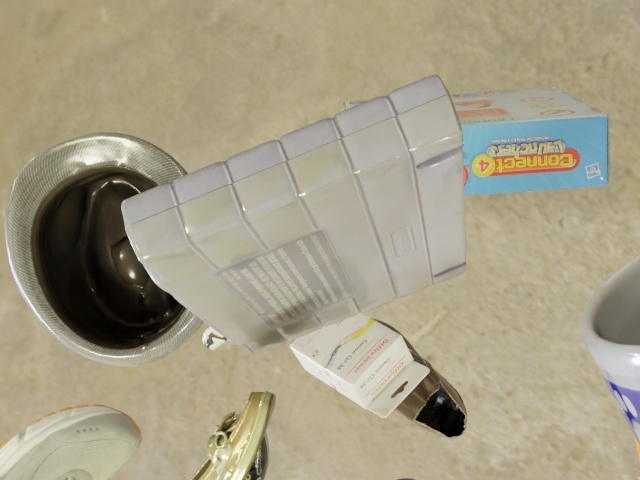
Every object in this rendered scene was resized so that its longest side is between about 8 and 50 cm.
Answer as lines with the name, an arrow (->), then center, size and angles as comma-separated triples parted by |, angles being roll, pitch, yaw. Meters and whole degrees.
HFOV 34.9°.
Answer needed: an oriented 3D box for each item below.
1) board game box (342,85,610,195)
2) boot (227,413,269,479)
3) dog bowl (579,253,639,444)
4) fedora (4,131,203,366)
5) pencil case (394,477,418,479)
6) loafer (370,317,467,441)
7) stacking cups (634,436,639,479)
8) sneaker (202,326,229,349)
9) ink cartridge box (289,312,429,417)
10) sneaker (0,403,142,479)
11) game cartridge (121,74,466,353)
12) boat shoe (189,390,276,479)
board game box -> 0.184, -0.132, 1.320 | 0.308, 0.302, 0.086 | -4, 105, 2
boot -> -0.136, 0.407, 1.571 | 0.085, 0.178, 0.236 | 11, 109, 0
dog bowl -> 0.310, 0.047, 0.651 | 0.265, 0.265, 0.104 | -25, 97, 26
fedora -> -0.238, 0.009, 1.223 | 0.243, 0.124, 0.275 | -26, 95, 3
pencil case -> 0.090, 0.484, 1.561 | 0.119, 0.133, 0.306 | 37, 137, 11
loafer -> 0.168, 0.269, 1.951 | 0.134, 0.366, 0.130 | -55, 32, 2
stacking cups -> 0.401, 0.297, 1.154 | 0.096, 0.096, 0.316 | -21, 68, 28
sneaker -> -0.103, 0.108, 1.239 | 0.109, 0.040, 0.044 | -41, 75, 33
ink cartridge box -> 0.061, 0.183, 1.593 | 0.115, 0.067, 0.198 | -44, 42, -19
sneaker -> -0.256, 0.247, 0.857 | 0.262, 0.099, 0.121 | -32, 50, -15
game cartridge -> 0.000, 0.000, 0.797 | 0.230, 0.355, 0.068 | -18, 72, 3
boat shoe -> -0.083, 0.177, 0.788 | 0.048, 0.056, 0.153 | 28, 109, 0
